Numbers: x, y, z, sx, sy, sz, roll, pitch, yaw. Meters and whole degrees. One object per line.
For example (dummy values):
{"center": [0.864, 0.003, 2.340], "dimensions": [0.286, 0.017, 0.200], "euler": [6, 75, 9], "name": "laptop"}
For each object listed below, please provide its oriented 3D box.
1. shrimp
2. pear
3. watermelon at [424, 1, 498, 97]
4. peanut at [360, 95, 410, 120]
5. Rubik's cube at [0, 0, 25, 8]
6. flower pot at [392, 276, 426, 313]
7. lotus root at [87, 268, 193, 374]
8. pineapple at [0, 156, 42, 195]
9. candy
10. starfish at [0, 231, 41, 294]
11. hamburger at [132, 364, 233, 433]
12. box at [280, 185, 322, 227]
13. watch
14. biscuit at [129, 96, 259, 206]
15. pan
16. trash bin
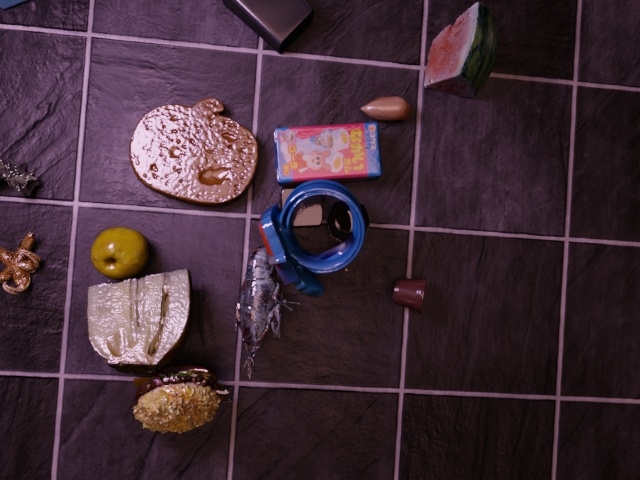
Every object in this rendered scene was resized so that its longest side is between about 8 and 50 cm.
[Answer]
{"center": [-0.153, 0.201, 1.325], "dimensions": [0.172, 0.137, 0.372], "euler": [-1, 88, 12], "name": "shrimp"}
{"center": [-0.553, 0.034, 1.296], "dimensions": [0.149, 0.162, 0.148], "euler": [-1, 108, -3], "name": "pear"}
{"center": [0.409, -0.559, 1.372], "dimensions": [0.201, 0.262, 0.212], "euler": [12, 91, 24], "name": "watermelon"}
{"center": [0.196, -0.394, 1.401], "dimensions": [0.152, 0.076, 0.076], "euler": [3, 89, -1], "name": "peanut"}
{"center": [-0.826, -0.884, 1.195], "dimensions": [0.344, 0.346, 0.347], "euler": [-25, 90, -5], "name": "Rubik's cube"}
{"center": [0.262, 0.156, 1.390], "dimensions": [0.089, 0.111, 0.111], "euler": [10, 88, 11], "name": "flower pot"}
{"center": [-0.462, 0.236, 1.253], "dimensions": [0.267, 0.149, 0.260], "euler": [-11, 58, -10], "name": "lotus root"}
{"center": [-0.917, -0.202, 1.299], "dimensions": [0.251, 0.125, 0.125], "euler": [20, 87, -9], "name": "pineapple"}
{"center": [0.021, -0.251, 1.373], "dimensions": [0.306, 0.100, 0.157], "euler": [-5, 88, -4], "name": "candy"}
{"center": [-0.867, 0.052, 1.308], "dimensions": [0.146, 0.074, 0.190], "euler": [27, 87, -5], "name": "starfish"}
{"center": [-0.374, 0.436, 1.267], "dimensions": [0.262, 0.243, 0.138], "euler": [-14, 53, -2], "name": "hamburger"}
{"center": [-0.058, -0.101, 1.401], "dimensions": [0.125, 0.027, 0.126], "euler": [-2, 90, -2], "name": "box"}
{"center": [0.000, 0.000, 1.277], "dimensions": [0.274, 0.241, 0.305], "euler": [-25, 107, 8], "name": "watch"}
{"center": [-0.361, -0.266, 1.362], "dimensions": [0.367, 0.063, 0.314], "euler": [16, 85, -4], "name": "biscuit"}
{"center": [0.065, -0.023, 1.396], "dimensions": [0.128, 0.048, 0.202], "euler": [26, 85, -2], "name": "pan"}
{"center": [-0.150, -0.687, 1.361], "dimensions": [0.225, 0.115, 0.165], "euler": [44, 87, -4], "name": "trash bin"}
